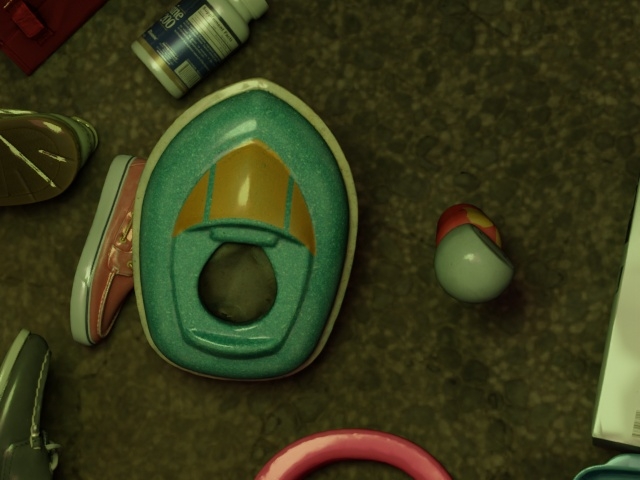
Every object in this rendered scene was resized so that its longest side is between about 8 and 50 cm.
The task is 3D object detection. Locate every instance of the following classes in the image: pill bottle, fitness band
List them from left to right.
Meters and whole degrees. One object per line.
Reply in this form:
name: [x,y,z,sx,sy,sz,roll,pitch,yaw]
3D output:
pill bottle: [-0.107,-0.190,1.584,0.120,0.067,0.067,-41,76,-1]
fitness band: [0.030,0.303,1.475,0.209,0.054,0.290,-4,77,8]

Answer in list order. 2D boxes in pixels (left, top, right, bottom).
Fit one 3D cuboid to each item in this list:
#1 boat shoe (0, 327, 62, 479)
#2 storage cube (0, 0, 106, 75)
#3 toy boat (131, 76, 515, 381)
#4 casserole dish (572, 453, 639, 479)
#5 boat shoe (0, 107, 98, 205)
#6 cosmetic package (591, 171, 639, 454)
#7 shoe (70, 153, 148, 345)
boat shoe: [-0.274,0.246,1.511,0.096,0.112,0.335,18,88,-6]
storage cube: [-0.282,-0.300,1.571,0.193,0.183,0.215,-44,76,-2]
toy boat: [0.000,0.000,1.465,0.318,0.148,0.267,2,107,-1]
casserole dish: [0.255,0.270,1.447,0.114,0.037,0.188,4,87,9]
boat shoe: [-0.346,-0.071,1.596,0.285,0.089,0.104,0,105,11]
cosmetic package: [0.275,0.057,1.464,0.060,0.099,0.239,10,80,13]
shoe: [-0.163,0.013,1.554,0.081,0.063,0.178,11,78,14]
